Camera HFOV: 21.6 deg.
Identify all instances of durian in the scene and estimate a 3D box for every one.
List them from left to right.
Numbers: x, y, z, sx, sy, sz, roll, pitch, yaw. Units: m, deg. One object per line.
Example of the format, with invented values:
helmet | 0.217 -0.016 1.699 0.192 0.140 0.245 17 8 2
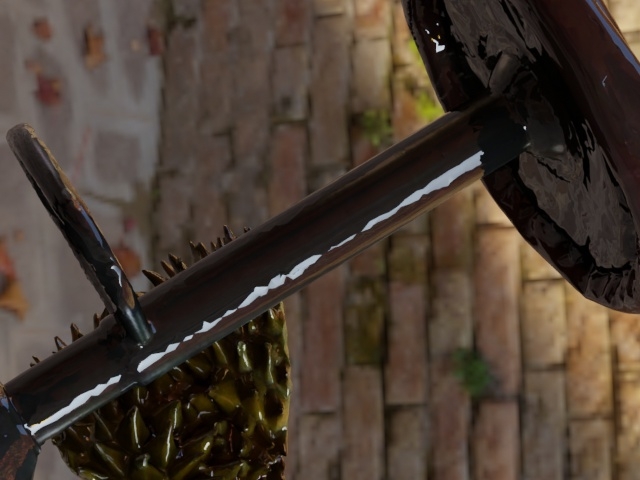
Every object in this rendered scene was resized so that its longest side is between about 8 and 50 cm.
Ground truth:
durian | -0.058 0.075 0.859 0.139 0.144 0.252 55 -4 -21

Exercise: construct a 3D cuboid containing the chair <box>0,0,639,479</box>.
chair | 0.000 0.000 0.737 0.227 0.401 0.226 58 -9 15
